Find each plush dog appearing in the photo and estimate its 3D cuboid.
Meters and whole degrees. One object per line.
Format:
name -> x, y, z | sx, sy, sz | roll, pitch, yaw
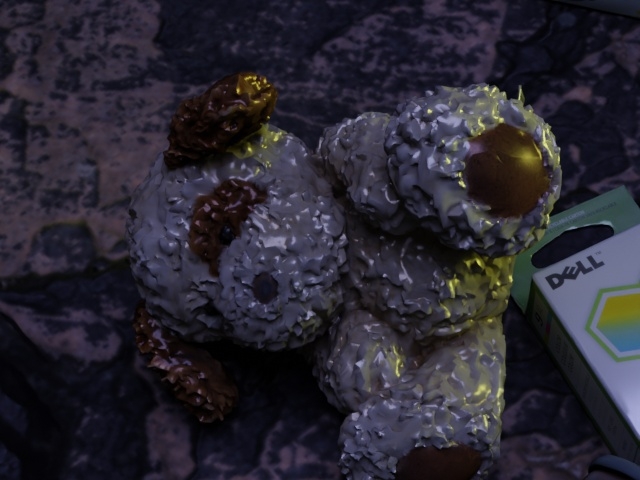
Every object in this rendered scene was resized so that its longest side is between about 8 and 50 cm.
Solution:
plush dog -> 0.000, 0.000, 1.110 | 0.225, 0.262, 0.210 | 7, 26, -6

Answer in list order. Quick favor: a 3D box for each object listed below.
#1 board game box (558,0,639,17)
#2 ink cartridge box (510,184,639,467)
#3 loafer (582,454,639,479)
board game box -> 0.167, -0.281, 1.322 | 0.303, 0.097, 0.224 | 12, 60, 8
ink cartridge box -> 0.194, 0.049, 1.145 | 0.109, 0.062, 0.209 | -24, 62, -12
loafer -> 0.233, 0.223, 1.028 | 0.267, 0.096, 0.084 | 38, 73, 18
